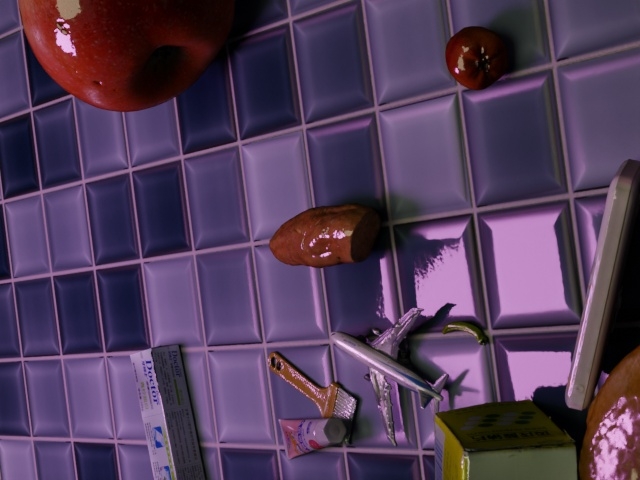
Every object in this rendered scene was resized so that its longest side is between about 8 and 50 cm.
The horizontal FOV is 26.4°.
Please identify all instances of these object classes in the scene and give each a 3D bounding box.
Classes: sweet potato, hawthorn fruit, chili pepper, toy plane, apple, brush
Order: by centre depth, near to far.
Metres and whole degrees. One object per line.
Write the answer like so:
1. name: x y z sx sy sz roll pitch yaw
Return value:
1. hawthorn fruit: 0.200 -0.243 1.778 0.093 0.081 0.081 -113 33 -64
2. chili pepper: 0.196 0.126 1.867 0.083 0.017 0.030 21 112 46
3. toy plane: 0.098 0.182 1.960 0.226 0.058 0.226 35 124 45
4. sweet potato: 0.000 0.000 2.027 0.251 0.097 0.097 -14 85 53
5. brush: -0.017 0.234 2.137 0.218 0.010 0.083 33 119 44
6. apple: -0.302 -0.376 2.145 0.348 0.348 0.277 -49 65 41

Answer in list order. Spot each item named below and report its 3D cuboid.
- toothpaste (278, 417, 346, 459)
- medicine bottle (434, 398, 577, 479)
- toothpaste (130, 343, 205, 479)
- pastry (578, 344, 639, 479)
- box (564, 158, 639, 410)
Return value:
1. toothpaste: -0.020 0.302 2.119 0.194 0.042 0.067 -27 76 62
2. medicine bottle: 0.222 0.291 1.682 0.250 0.137 0.141 -128 37 -83
3. toothpaste: -0.260 0.354 2.394 0.081 0.067 0.337 -20 79 49
4. pastry: 0.439 0.255 1.493 0.356 0.163 0.356 7 99 52
5. box: 0.337 0.051 1.608 0.044 0.142 0.285 13 107 14
